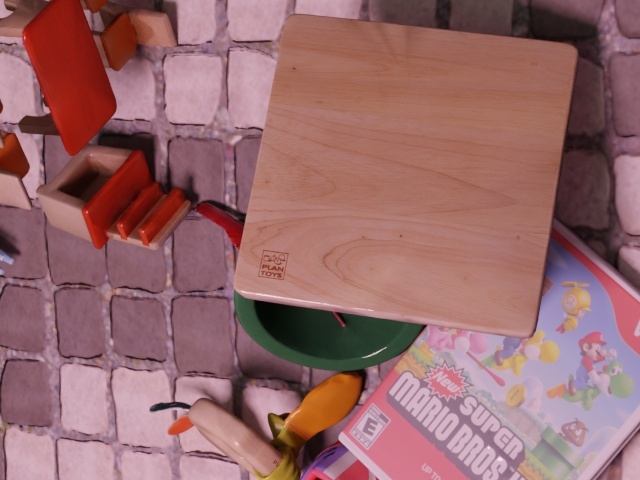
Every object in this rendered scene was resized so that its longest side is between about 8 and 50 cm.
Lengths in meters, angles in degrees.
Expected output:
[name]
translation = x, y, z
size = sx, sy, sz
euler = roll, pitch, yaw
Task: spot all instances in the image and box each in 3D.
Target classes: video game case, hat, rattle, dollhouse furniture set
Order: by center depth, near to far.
[video game case]
translation = 0.172, 0.136, 1.635
size = 0.204, 0.025, 0.285
euler = 43, 104, 21
[hat]
translation = 0.000, 0.000, 1.773
size = 0.209, 0.183, 0.173
euler = 20, 127, -14
[dollhouse furniture set]
translation = -0.226, -0.120, 1.788
size = 0.135, 0.262, 0.259
euler = 13, 139, 30
[rattle]
translation = -0.070, 0.159, 1.830
size = 0.142, 0.130, 0.200
euler = -65, 25, -2

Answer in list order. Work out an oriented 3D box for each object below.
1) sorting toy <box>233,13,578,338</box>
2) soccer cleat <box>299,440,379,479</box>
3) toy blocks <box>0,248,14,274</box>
[sorting toy]
translation = 0.079, -0.051, 1.605
size = 0.257, 0.089, 0.255
euler = 8, 76, 12
[soccer cleat]
translation = -0.020, 0.322, 1.783
size = 0.109, 0.116, 0.318
euler = 36, 116, 24
[toy blocks]
translation = -0.385, -0.037, 2.012
size = 0.148, 0.054, 0.123
euler = 29, 113, 27
